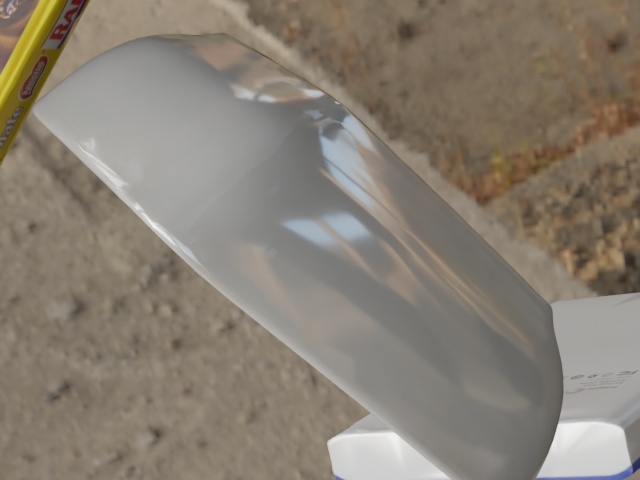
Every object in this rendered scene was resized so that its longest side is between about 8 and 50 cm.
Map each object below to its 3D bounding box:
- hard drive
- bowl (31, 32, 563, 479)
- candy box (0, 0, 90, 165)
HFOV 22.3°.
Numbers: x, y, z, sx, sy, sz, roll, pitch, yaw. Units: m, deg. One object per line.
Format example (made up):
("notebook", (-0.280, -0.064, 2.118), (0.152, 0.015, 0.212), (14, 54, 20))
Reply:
("hard drive", (0.178, 0.094, 1.107), (0.210, 0.040, 0.319), (-8, 9, 36))
("bowl", (0.000, 0.000, 0.430), (0.053, 0.142, 0.142), (-48, 28, -2))
("candy box", (-0.131, -0.077, 0.510), (0.105, 0.206, 0.027), (34, 14, 13))
